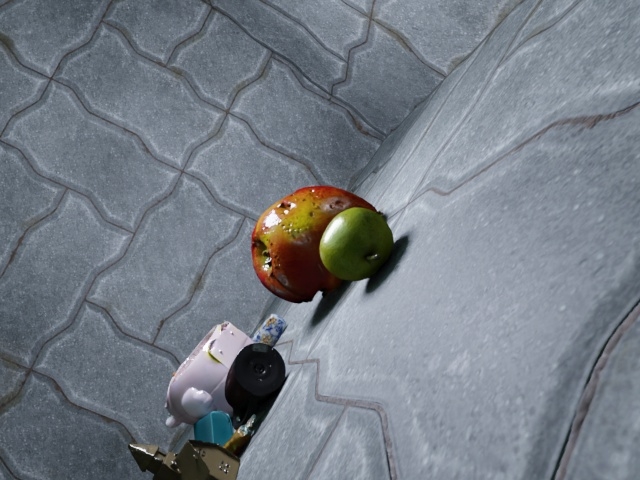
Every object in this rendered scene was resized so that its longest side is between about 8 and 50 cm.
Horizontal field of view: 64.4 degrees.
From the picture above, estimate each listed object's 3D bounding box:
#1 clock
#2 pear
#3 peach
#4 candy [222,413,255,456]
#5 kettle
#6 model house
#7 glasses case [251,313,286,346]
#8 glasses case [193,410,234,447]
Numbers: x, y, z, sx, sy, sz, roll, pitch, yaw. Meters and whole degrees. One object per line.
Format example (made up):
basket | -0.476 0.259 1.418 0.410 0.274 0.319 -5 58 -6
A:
clock | -0.381 0.506 1.819 0.376 0.250 0.368 -45 10 28
pear | 0.092 0.020 1.187 0.180 0.166 0.216 -42 28 4
peach | 0.000 0.000 1.579 0.416 0.354 0.339 -11 -7 -24
candy | -0.219 0.527 1.300 0.182 0.046 0.053 -50 1 -3
kettle | -0.195 0.420 1.424 0.232 0.143 0.202 121 150 -50
model house | -0.338 0.540 1.147 0.181 0.248 0.176 -55 5 5
glasses case | -0.229 0.402 1.992 0.248 0.086 0.065 -54 17 0
glasses case | -0.332 0.602 1.564 0.301 0.070 0.117 132 132 -58
